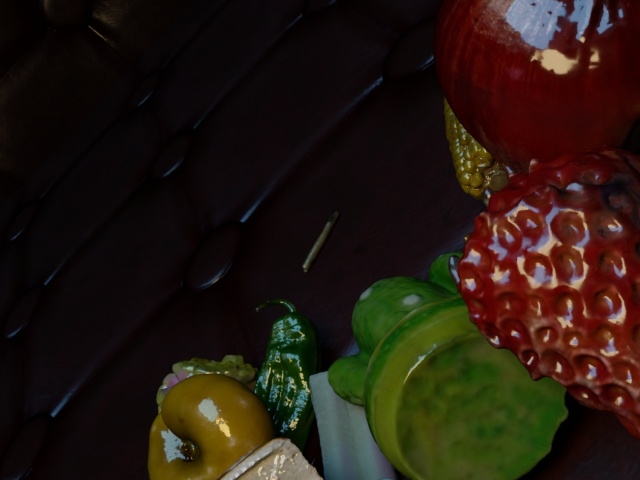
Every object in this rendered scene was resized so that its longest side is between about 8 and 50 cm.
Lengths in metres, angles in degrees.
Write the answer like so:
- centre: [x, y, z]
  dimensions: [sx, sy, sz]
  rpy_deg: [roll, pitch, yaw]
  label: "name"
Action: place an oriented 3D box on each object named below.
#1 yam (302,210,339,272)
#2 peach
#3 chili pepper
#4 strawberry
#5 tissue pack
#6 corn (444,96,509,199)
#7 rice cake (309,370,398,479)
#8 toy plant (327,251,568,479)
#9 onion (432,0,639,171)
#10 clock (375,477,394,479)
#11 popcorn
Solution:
- centre: [0.000, 0.000, 1.328]
  dimensions: [0.014, 0.014, 0.107]
  rpy_deg: [4, 59, 53]
  label: "yam"
- centre: [-0.131, 0.239, 1.034]
  dimensions: [0.179, 0.103, 0.179]
  rpy_deg: [-13, 71, 42]
  label: "peach"
- centre: [-0.047, 0.193, 1.112]
  dimensions: [0.100, 0.074, 0.257]
  rpy_deg: [-5, 55, 28]
  label: "chili pepper"
- centre: [0.244, 0.029, 0.736]
  dimensions: [0.280, 0.253, 0.150]
  rpy_deg: [-88, 6, -45]
  label: "strawberry"
- centre: [-0.082, 0.273, 0.846]
  dimensions: [0.183, 0.092, 0.226]
  rpy_deg: [-41, -8, -13]
  label: "tissue pack"
- centre: [0.211, -0.165, 1.166]
  dimensions: [0.102, 0.102, 0.313]
  rpy_deg: [-33, 31, 25]
  label: "corn"
- centre: [0.037, 0.225, 0.985]
  dimensions: [0.080, 0.042, 0.222]
  rpy_deg: [-11, 34, -2]
  label: "rice cake"
- centre: [0.114, 0.122, 0.932]
  dimensions: [0.224, 0.184, 0.316]
  rpy_deg: [-39, 16, 3]
  label: "toy plant"
- centre: [0.277, -0.217, 0.931]
  dimensions: [0.341, 0.341, 0.341]
  rpy_deg: [-32, 34, 26]
  label: "onion"
- centre: [0.066, 0.304, 0.740]
  dimensions: [0.223, 0.094, 0.274]
  rpy_deg: [-35, 12, -33]
  label: "clock"
- centre: [-0.142, 0.215, 1.171]
  dimensions: [0.145, 0.126, 0.126]
  rpy_deg: [-27, 42, -16]
  label: "popcorn"
